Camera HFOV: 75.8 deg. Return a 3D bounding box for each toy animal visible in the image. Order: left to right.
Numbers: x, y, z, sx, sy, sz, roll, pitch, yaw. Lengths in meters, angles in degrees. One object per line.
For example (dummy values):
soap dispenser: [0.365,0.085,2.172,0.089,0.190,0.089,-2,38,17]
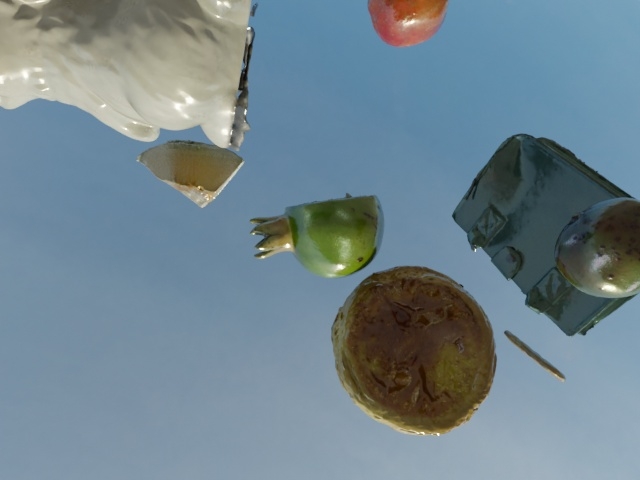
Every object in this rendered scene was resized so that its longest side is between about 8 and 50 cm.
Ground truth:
toy animal: [-0.251,-0.235,0.478,0.356,0.258,0.194,8,-134,-14]

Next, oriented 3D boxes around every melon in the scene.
melon: [-0.242,-0.111,0.784,0.202,0.140,0.094,8,-123,6]

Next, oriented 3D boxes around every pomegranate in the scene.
pomegranate: [0.000,0.000,1.085,0.357,0.309,0.216,-14,-80,-15]
pomegranate: [0.330,0.022,0.442,0.142,0.115,0.114,43,-116,11]

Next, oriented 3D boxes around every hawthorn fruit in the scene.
hawthorn fruit: [0.292,-0.767,1.328,0.283,0.284,0.285,6,-111,-16]

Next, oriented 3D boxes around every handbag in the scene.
handbag: [0.408,-0.021,0.735,0.089,0.239,0.327,1,-138,-38]

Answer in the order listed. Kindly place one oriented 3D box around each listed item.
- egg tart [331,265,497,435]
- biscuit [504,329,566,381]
egg tart: [0.245,0.288,1.123,0.441,0.178,0.444,-1,-108,3]
biscuit: [0.419,0.225,0.808,0.071,0.147,0.018,38,-83,-28]
